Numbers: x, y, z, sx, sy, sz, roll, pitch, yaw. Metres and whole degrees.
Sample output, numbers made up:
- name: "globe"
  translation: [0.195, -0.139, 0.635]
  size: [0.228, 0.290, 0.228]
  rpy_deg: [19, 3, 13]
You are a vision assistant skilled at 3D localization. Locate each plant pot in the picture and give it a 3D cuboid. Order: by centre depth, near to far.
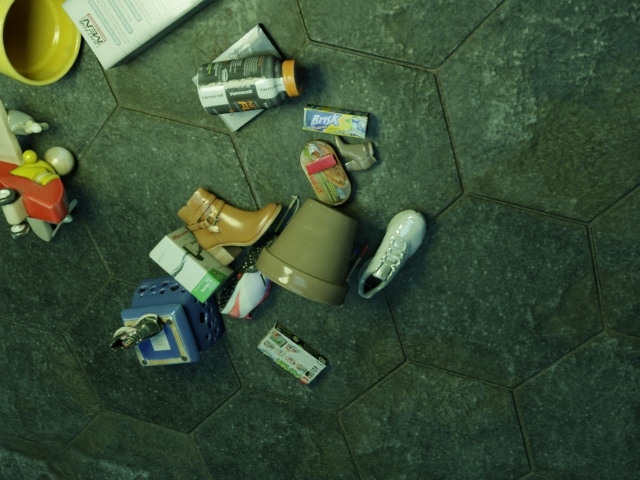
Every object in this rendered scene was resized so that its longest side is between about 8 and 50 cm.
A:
- name: "plant pot"
  translation: [-0.793, -0.553, 1.534]
  size: [0.239, 0.254, 0.254]
  rpy_deg: [23, 118, 19]
- name: "plant pot"
  translation: [-0.011, 0.018, 1.604]
  size: [0.263, 0.263, 0.229]
  rpy_deg: [25, 95, -1]
- name: "plant pot"
  translation: [-0.460, 0.252, 1.845]
  size: [0.235, 0.212, 0.236]
  rpy_deg: [-7, 113, 16]

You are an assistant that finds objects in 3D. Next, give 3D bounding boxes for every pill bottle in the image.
- name: "pill bottle"
  translation: [-0.171, -0.391, 1.494]
  size: [0.245, 0.130, 0.131]
  rpy_deg: [-4, 114, 14]

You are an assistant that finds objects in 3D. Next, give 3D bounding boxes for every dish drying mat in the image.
- name: "dish drying mat"
  translation: [0.001, -0.204, 1.608]
  size: [0.083, 0.008, 0.032]
  rpy_deg: [-21, 109, 19]

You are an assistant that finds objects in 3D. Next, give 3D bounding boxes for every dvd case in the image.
- name: "dvd case"
  translation: [-0.196, -0.421, 1.575]
  size: [0.238, 0.030, 0.179]
  rpy_deg: [-31, 105, 23]

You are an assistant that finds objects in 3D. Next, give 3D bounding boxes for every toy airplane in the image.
- name: "toy airplane"
  translation: [-0.848, -0.194, 1.720]
  size: [0.384, 0.272, 0.386]
  rpy_deg: [59, 149, -6]

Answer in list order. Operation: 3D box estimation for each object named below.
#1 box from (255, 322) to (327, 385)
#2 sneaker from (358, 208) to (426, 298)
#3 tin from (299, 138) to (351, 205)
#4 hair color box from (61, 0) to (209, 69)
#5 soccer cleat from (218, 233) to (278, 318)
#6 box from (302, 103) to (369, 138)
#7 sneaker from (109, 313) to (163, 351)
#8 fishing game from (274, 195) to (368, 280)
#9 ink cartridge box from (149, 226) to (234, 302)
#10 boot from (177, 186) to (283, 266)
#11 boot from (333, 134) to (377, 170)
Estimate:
- name: "box"
  translation: [-0.093, 0.365, 1.918]
  size: [0.207, 0.036, 0.114]
  rpy_deg: [38, 117, -7]
- name: "sneaker"
  translation: [0.199, 0.048, 1.656]
  size: [0.111, 0.129, 0.297]
  rpy_deg: [29, 116, -1]
- name: "tin"
  translation: [0.014, -0.186, 1.638]
  size: [0.106, 0.040, 0.190]
  rpy_deg: [-22, 108, 16]
- name: "hair color box"
  translation: [-0.432, -0.606, 1.491]
  size: [0.374, 0.114, 0.185]
  rpy_deg: [-26, 107, 21]
- name: "soccer cleat"
  translation: [-0.187, 0.112, 1.795]
  size: [0.116, 0.109, 0.318]
  rpy_deg: [25, 117, -25]
- name: "box"
  translation: [0.040, -0.312, 1.562]
  size: [0.168, 0.054, 0.059]
  rpy_deg: [10, 116, 8]
- name: "sneaker"
  translation: [-0.526, 0.274, 1.706]
  size: [0.178, 0.077, 0.072]
  rpy_deg: [-29, 107, 22]
- name: "fishing game"
  translation: [0.000, 0.000, 1.727]
  size: [0.264, 0.041, 0.189]
  rpy_deg: [31, 117, 5]
- name: "ink cartridge box"
  translation: [-0.374, 0.067, 1.757]
  size: [0.208, 0.153, 0.087]
  rpy_deg: [41, 105, -2]
- name: "boot"
  translation: [-0.262, -0.078, 1.721]
  size: [0.283, 0.109, 0.220]
  rpy_deg: [-37, 99, 32]
- name: "boot"
  translation: [0.096, -0.241, 1.596]
  size: [0.086, 0.042, 0.119]
  rpy_deg: [-22, 110, 14]
